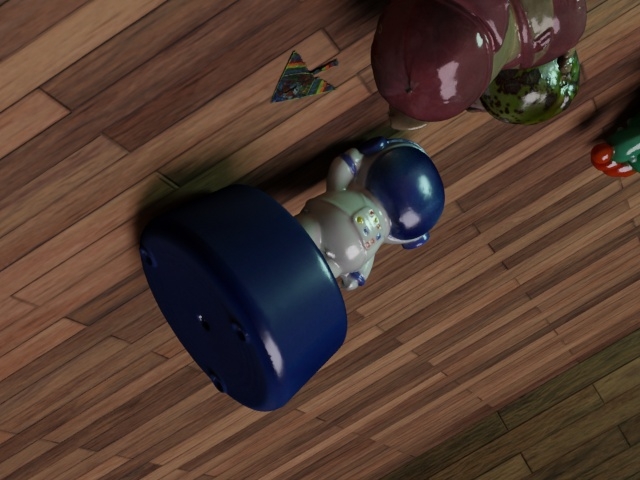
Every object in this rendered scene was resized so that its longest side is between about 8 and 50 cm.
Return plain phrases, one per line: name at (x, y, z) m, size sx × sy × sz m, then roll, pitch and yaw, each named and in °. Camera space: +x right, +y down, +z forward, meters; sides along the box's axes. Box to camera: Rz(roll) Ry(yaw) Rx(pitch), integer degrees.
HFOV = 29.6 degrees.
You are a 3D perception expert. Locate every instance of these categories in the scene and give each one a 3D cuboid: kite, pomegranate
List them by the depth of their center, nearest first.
kite at (-0.019, -0.178, 1.354) m, size 0.090 × 0.004 × 0.122 m, roll -31°, pitch 157°, yaw 8°
pomegranate at (0.237, -0.188, 1.465) m, size 0.138 × 0.125 × 0.163 m, roll -24°, pitch 161°, yaw -44°

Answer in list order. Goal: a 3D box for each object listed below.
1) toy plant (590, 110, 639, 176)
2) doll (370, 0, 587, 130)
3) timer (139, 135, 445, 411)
toy plant at (0.562, -0.193, 1.761) m, size 0.279 × 0.185 × 0.400 m, roll -50°, pitch 176°, yaw -28°
doll at (0.157, -0.229, 1.263) m, size 0.256 × 0.152 × 0.196 m, roll -32°, pitch 129°, yaw -32°
timer at (0.000, 0.000, 1.499) m, size 0.383 × 0.270 × 0.270 m, roll -35°, pitch 161°, yaw -24°
